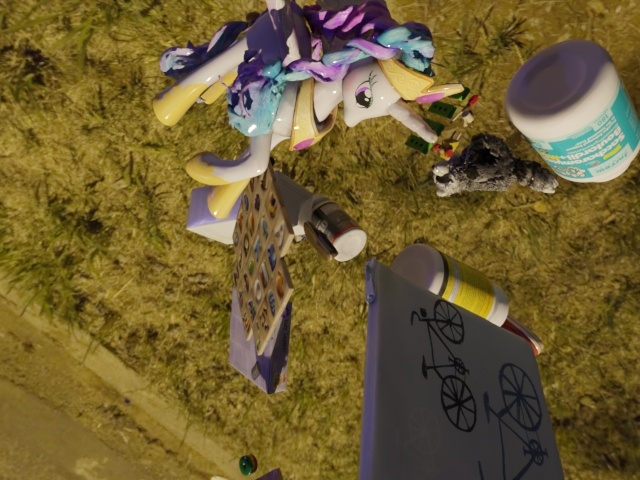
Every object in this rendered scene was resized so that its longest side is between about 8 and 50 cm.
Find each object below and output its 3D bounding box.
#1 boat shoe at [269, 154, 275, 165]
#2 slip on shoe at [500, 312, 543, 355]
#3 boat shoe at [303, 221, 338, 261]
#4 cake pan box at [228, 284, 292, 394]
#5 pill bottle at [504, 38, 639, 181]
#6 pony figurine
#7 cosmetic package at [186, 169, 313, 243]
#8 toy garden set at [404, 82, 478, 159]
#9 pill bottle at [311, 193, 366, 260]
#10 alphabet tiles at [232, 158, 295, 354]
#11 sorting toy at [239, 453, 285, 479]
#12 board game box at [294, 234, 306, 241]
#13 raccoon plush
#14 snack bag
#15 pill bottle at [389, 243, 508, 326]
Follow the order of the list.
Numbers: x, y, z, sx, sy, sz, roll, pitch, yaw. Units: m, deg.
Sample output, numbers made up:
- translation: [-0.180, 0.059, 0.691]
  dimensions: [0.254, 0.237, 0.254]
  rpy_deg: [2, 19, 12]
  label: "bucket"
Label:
- translation: [-0.240, -0.270, 1.520]
  dimensions: [0.153, 0.048, 0.056]
  rpy_deg: [-23, 119, -1]
  label: "boat shoe"
- translation: [0.508, 0.250, 1.283]
  dimensions: [0.101, 0.331, 0.123]
  rpy_deg: [-38, 128, -7]
  label: "slip on shoe"
- translation: [0.000, 0.000, 1.287]
  dimensions: [0.049, 0.152, 0.056]
  rpy_deg: [-22, 153, -26]
  label: "boat shoe"
- translation: [-0.182, 0.270, 1.222]
  dimensions: [0.070, 0.245, 0.267]
  rpy_deg: [0, 96, -40]
  label: "cake pan box"
- translation: [0.421, -0.187, 0.681]
  dimensions: [0.264, 0.146, 0.146]
  rpy_deg: [22, 118, -39]
  label: "pill bottle"
- translation: [-0.038, -0.227, 0.505]
  dimensions: [0.363, 0.302, 0.351]
  rpy_deg: [-17, 76, 32]
  label: "pony figurine"
- translation: [-0.240, -0.100, 1.430]
  dimensions: [0.384, 0.156, 0.217]
  rpy_deg: [-8, 161, 28]
  label: "cosmetic package"
- translation: [0.414, -0.379, 1.368]
  dimensions: [0.049, 0.204, 0.244]
  rpy_deg: [27, 102, -34]
  label: "toy garden set"
- translation: [0.046, -0.061, 1.714]
  dimensions: [0.161, 0.283, 0.161]
  rpy_deg: [-22, 137, -22]
  label: "pill bottle"
- translation: [-0.118, 0.032, 0.779]
  dimensions: [0.011, 0.285, 0.343]
  rpy_deg: [-2, 142, -25]
  label: "alphabet tiles"
- translation: [-0.104, 0.634, 0.996]
  dimensions: [0.046, 0.275, 0.132]
  rpy_deg: [10, 136, -48]
  label: "sorting toy"
- translation: [-0.095, -0.102, 1.697]
  dimensions: [0.048, 0.141, 0.170]
  rpy_deg: [-12, 145, -12]
  label: "board game box"
- translation: [0.676, -0.233, 1.727]
  dimensions: [0.446, 0.299, 0.216]
  rpy_deg: [31, 70, -2]
  label: "raccoon plush"
- translation: [0.173, 0.218, 0.503]
  dimensions: [0.342, 0.323, 0.037]
  rpy_deg: [28, 137, -22]
  label: "snack bag"
- translation: [0.229, 0.093, 0.744]
  dimensions: [0.208, 0.119, 0.119]
  rpy_deg: [23, 116, -29]
  label: "pill bottle"
